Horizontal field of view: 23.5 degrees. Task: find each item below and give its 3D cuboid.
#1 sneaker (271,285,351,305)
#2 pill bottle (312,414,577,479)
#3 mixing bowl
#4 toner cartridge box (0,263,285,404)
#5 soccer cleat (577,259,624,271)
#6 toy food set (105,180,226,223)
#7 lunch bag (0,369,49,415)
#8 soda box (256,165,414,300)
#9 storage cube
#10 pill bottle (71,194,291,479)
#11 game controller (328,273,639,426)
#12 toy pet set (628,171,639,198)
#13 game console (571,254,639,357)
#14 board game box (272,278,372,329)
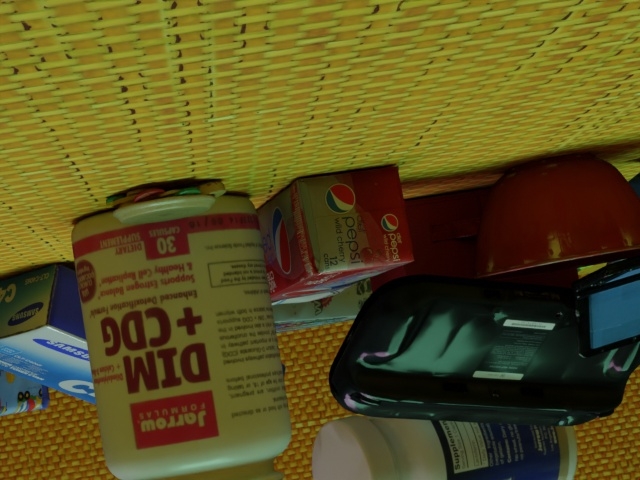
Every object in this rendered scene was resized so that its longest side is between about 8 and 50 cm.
[{"bbox_3d":[-0.052,0.030,1.593,0.237,0.085,0.086,-3,167,-43],"label":"sneaker"},{"bbox_3d":[0.134,0.237,1.678,0.264,0.153,0.153,-7,174,-29],"label":"pill bottle"},{"bbox_3d":[0.222,-0.024,1.437,0.181,0.098,0.181,-9,174,-1],"label":"mixing bowl"},{"bbox_3d":[-0.217,0.133,1.729,0.165,0.075,0.347,-17,147,40],"label":"toner cartridge box"},{"bbox_3d":[0.354,-0.025,1.871,0.121,0.093,0.289,-45,154,22],"label":"soccer cleat"},{"bbox_3d":[-0.120,-0.029,1.186,0.083,0.020,0.082,-13,174,36],"label":"toy food set"},{"bbox_3d":[-0.529,0.150,1.965,0.293,0.138,0.221,2,-178,30],"label":"lunch bag"},{"bbox_3d":[0.000,0.000,1.376,0.092,0.084,0.263,-8,175,-14],"label":"soda box"},{"bbox_3d":[0.159,0.053,1.630,0.183,0.193,0.215,-9,176,-10],"label":"storage cube"},{"bbox_3d":[-0.111,0.113,1.295,0.160,0.283,0.160,-10,175,-1],"label":"pill bottle"},{"bbox_3d":[0.169,0.107,1.460,0.319,0.166,0.067,6,-148,-26],"label":"game controller"},{"bbox_3d":[0.327,-0.049,1.504,0.065,0.122,0.114,26,-150,22],"label":"toy pet set"},{"bbox_3d":[0.299,0.051,1.407,0.122,0.071,0.107,-16,171,-20],"label":"game console"},{"bbox_3d":[-0.079,0.068,1.898,0.224,0.098,0.303,-13,172,37],"label":"board game box"}]
